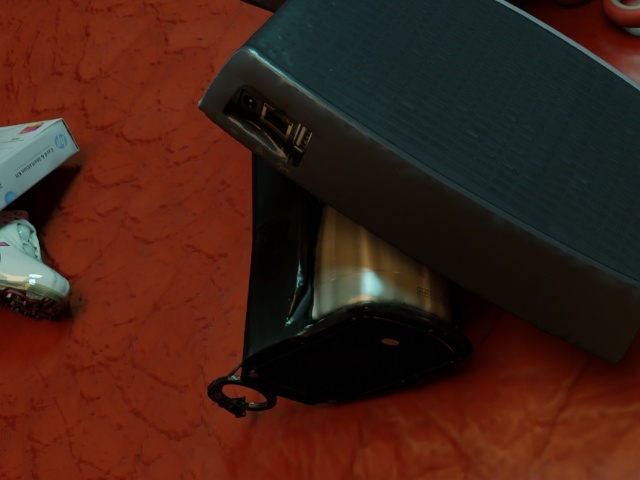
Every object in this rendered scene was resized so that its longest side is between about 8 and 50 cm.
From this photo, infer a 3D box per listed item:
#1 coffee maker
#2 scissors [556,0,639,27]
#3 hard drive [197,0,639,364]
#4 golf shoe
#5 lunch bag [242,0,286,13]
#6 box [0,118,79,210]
[{"bbox_3d":[0.000,0.000,0.506,0.171,0.120,0.178,-13,55,19],"label":"coffee maker"},{"bbox_3d":[0.289,-0.256,0.540,0.297,0.021,0.109,-41,45,12],"label":"scissors"},{"bbox_3d":[0.083,-0.065,0.441,0.254,0.054,0.172,32,55,5],"label":"hard drive"},{"bbox_3d":[-0.272,0.009,0.681,0.186,0.067,0.086,17,70,35],"label":"golf shoe"},{"bbox_3d":[0.067,-0.248,0.562,0.279,0.224,0.108,-17,89,17],"label":"lunch bag"},{"bbox_3d":[-0.325,-0.042,0.700,0.145,0.038,0.186,-1,36,33],"label":"box"}]
